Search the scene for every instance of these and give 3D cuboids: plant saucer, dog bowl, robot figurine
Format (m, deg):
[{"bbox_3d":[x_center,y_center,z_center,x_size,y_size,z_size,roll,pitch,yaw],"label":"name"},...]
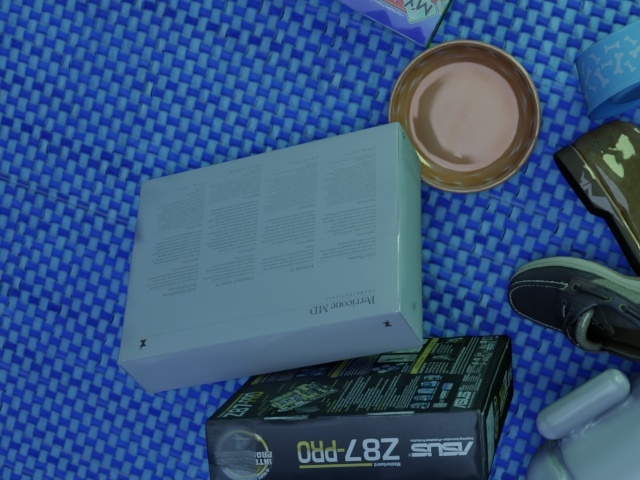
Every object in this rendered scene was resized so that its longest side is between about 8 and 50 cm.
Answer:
[{"bbox_3d":[0.188,-0.162,1.764,0.200,0.037,0.200,2,99,12],"label":"plant saucer"},{"bbox_3d":[0.447,-0.245,1.640,0.297,0.166,0.074,-26,80,15],"label":"dog bowl"},{"bbox_3d":[0.404,0.290,1.696,0.353,0.200,0.300,-38,105,14],"label":"robot figurine"}]

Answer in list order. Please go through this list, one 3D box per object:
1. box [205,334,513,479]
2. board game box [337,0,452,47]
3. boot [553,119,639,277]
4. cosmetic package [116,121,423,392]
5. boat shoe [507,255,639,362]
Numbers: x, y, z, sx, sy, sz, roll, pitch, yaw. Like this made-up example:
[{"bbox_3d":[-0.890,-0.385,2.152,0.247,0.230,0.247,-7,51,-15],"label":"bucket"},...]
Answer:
[{"bbox_3d":[0.065,0.201,1.656,0.318,0.395,0.097,-2,98,12],"label":"box"},{"bbox_3d":[0.050,-0.418,1.755,0.317,0.046,0.213,29,102,7],"label":"board game box"},{"bbox_3d":[0.427,-0.015,1.704,0.115,0.112,0.305,-34,89,1],"label":"boot"},{"bbox_3d":[-0.060,0.024,1.714,0.377,0.097,0.284,-11,51,20],"label":"cosmetic package"},{"bbox_3d":[0.344,0.093,1.679,0.285,0.092,0.103,13,134,39],"label":"boat shoe"}]
